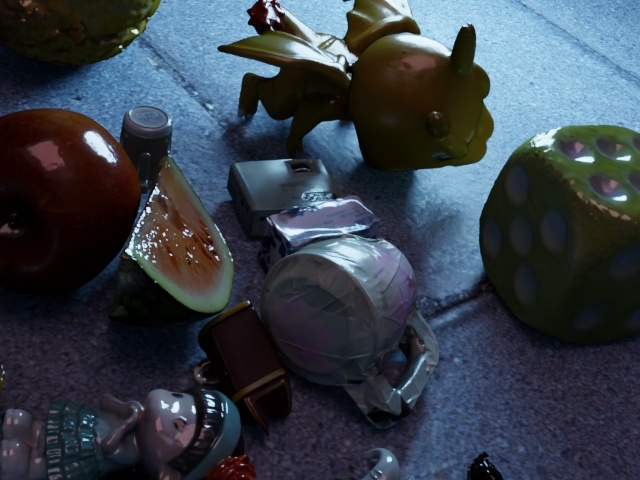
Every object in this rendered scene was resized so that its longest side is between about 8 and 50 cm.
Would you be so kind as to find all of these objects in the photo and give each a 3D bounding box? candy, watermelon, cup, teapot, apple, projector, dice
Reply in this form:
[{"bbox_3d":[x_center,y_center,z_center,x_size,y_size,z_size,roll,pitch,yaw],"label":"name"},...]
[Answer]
[{"bbox_3d":[0.000,0.000,1.212,0.160,0.092,0.073,-16,50,-33],"label":"candy"},{"bbox_3d":[-0.201,0.030,1.079,0.159,0.128,0.303,55,15,-22],"label":"watermelon"},{"bbox_3d":[-0.256,-0.129,1.268,0.074,0.099,0.102,21,38,7],"label":"cup"},{"bbox_3d":[0.058,0.086,1.073,0.221,0.163,0.178,34,34,21],"label":"teapot"},{"bbox_3d":[-0.326,-0.048,1.055,0.218,0.218,0.201,20,13,5],"label":"apple"},{"bbox_3d":[-0.050,-0.061,1.291,0.147,0.061,0.115,-5,44,-25],"label":"projector"},{"bbox_3d":[0.381,-0.010,1.247,0.238,0.233,0.227,-5,43,-24],"label":"dice"}]

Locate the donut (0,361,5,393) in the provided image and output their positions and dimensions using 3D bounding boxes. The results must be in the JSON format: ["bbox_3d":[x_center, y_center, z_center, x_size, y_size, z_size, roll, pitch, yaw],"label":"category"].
[{"bbox_3d":[-0.407,0.153,0.888,0.190,0.075,0.174,26,39,13],"label":"donut"}]

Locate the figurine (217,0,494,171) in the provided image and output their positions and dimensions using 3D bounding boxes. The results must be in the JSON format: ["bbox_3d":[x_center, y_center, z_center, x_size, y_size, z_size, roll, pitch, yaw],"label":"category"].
[{"bbox_3d":[0.060,-0.242,1.391,0.387,0.268,0.401,19,25,26],"label":"figurine"}]

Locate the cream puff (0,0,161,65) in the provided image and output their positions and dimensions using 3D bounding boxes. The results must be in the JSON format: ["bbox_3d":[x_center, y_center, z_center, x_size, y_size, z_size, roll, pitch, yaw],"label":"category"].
[{"bbox_3d":[-0.403,-0.400,1.440,0.342,0.231,0.327,27,34,23],"label":"cream puff"}]

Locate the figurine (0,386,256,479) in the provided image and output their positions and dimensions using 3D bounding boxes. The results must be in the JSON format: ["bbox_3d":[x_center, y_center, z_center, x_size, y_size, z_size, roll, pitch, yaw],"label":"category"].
[{"bbox_3d":[-0.191,0.211,0.879,0.245,0.110,0.138,0,43,-13],"label":"figurine"}]

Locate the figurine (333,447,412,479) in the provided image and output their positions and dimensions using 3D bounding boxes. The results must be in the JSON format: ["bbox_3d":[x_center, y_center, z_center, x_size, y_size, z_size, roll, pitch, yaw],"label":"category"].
[{"bbox_3d":[0.051,0.279,0.876,0.192,0.126,0.147,-8,9,-19],"label":"figurine"}]

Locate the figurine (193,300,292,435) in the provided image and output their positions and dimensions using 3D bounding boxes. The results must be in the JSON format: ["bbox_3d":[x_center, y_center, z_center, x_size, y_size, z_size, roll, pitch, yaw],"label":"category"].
[{"bbox_3d":[-0.092,0.154,1.010,0.098,0.082,0.154,-15,47,-15],"label":"figurine"}]

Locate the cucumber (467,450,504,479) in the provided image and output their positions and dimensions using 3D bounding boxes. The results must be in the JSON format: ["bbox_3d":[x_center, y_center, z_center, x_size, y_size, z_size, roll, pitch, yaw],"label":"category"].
[{"bbox_3d":[0.207,0.305,0.950,0.053,0.053,0.181,-5,41,-25],"label":"cucumber"}]
